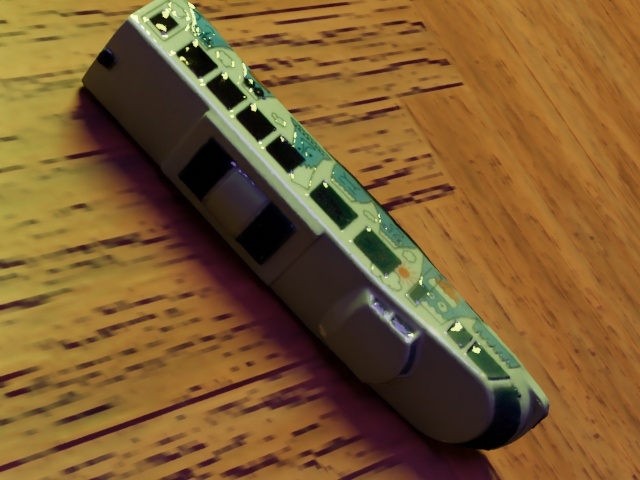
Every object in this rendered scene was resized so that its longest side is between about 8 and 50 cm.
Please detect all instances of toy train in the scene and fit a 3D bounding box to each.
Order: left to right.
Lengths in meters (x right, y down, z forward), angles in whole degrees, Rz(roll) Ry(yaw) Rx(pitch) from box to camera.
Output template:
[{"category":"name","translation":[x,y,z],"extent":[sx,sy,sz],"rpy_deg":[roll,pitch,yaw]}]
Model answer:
[{"category":"toy train","translation":[0.000,0.000,0.595],"extent":[0.207,0.043,0.047],"rpy_deg":[46,42,1]}]
